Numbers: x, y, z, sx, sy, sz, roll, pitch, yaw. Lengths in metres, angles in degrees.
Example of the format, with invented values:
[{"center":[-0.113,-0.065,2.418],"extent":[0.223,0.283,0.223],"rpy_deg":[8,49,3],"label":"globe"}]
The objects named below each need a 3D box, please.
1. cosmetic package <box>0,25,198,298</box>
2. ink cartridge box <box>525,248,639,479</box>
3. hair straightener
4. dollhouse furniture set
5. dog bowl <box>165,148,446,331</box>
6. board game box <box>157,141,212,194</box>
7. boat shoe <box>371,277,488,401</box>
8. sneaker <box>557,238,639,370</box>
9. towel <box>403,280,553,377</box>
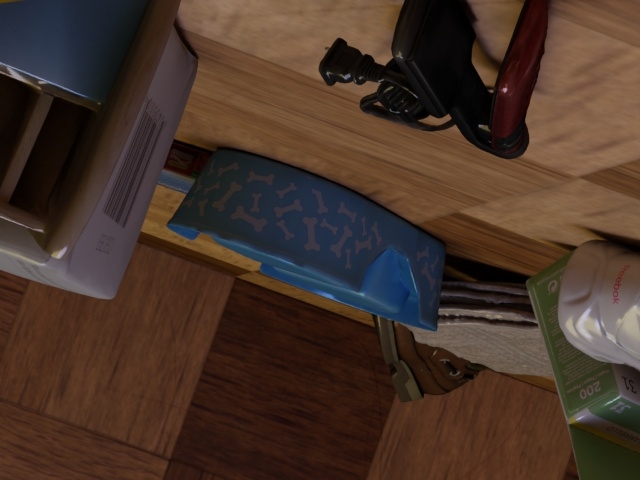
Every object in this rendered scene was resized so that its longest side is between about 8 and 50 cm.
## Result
[{"center":[-0.276,-0.105,1.026],"extent":[0.385,0.156,0.217],"rpy_deg":[20,175,3],"label":"cosmetic package"},{"center":[0.234,0.137,1.347],"extent":[0.056,0.235,0.171],"rpy_deg":[-34,141,30],"label":"ink cartridge box"},{"center":[0.047,-0.072,0.790],"extent":[0.089,0.047,0.230],"rpy_deg":[19,180,7],"label":"hair straightener"},{"center":[-0.155,-0.015,0.722],"extent":[0.198,0.286,0.303],"rpy_deg":[21,-174,-23],"label":"dollhouse furniture set"},{"center":[0.000,0.000,1.578],"extent":[0.166,0.074,0.297],"rpy_deg":[17,175,32],"label":"dog bowl"},{"center":[-0.194,-0.085,1.670],"extent":[0.281,0.027,0.145],"rpy_deg":[18,174,21],"label":"board game box"},{"center":[0.107,0.074,1.924],"extent":[0.104,0.111,0.307],"rpy_deg":[-12,162,5],"label":"boat shoe"},{"center":[0.262,0.072,1.261],"extent":[0.232,0.090,0.115],"rpy_deg":[22,171,-38],"label":"sneaker"},{"center":[0.193,0.088,1.779],"extent":[0.187,0.049,0.282],"rpy_deg":[3,167,36],"label":"towel"}]
